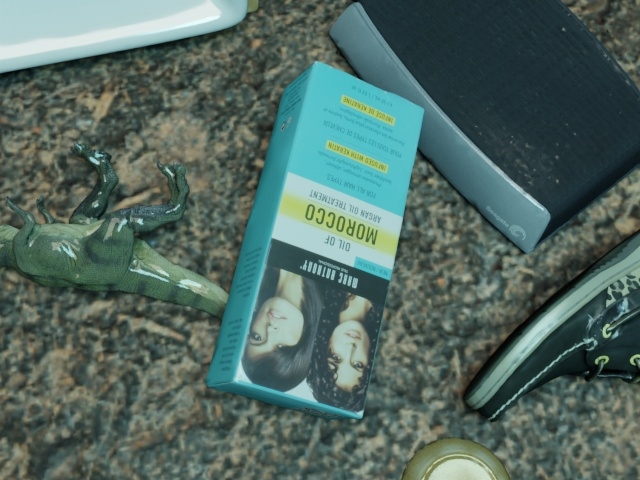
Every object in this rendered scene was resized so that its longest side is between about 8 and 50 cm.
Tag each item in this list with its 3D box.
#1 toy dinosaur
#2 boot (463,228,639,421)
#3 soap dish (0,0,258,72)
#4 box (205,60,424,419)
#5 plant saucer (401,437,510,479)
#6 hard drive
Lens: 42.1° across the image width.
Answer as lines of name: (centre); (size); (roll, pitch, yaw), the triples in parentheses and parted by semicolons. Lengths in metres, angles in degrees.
toy dinosaur: (-0.158, -0.007, 0.630); (0.268, 0.064, 0.118); (15, 81, -1)
boot: (0.240, 0.097, 0.592); (0.236, 0.085, 0.178); (-36, 79, -13)
soap dish: (-0.203, -0.251, 0.629); (0.291, 0.229, 0.118); (-13, 56, -6)
box: (0.000, 0.000, 0.611); (0.101, 0.060, 0.244); (20, 71, -21)
plant saucer: (0.099, 0.183, 0.595); (0.083, 0.015, 0.083); (1, 72, -2)
hard drive: (0.145, -0.134, 0.680); (0.172, 0.054, 0.254); (-36, 76, -12)
